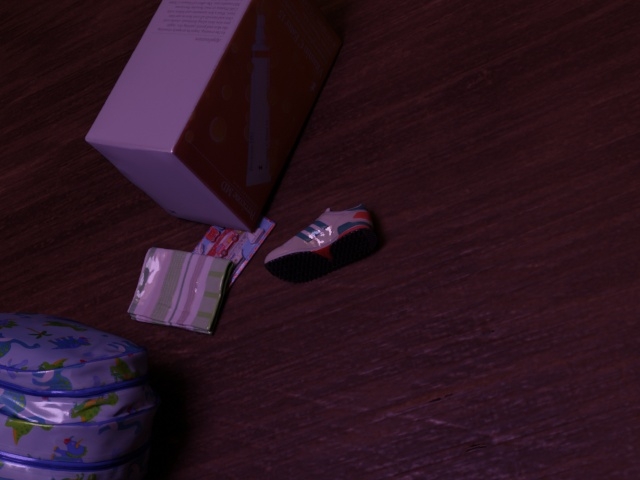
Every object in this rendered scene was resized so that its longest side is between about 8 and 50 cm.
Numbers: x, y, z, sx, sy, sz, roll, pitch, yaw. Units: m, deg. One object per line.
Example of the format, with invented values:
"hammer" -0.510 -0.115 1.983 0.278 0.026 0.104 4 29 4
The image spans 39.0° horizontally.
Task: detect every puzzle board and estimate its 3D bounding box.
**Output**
"puzzle board" -0.134 0.006 1.307 0.096 0.011 0.128 31 82 37

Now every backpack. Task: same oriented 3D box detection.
"backpack" -0.375 0.208 1.163 0.355 0.290 0.273 32 103 31

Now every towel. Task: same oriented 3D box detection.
"towel" -0.202 0.069 1.294 0.152 0.023 0.113 7 77 32

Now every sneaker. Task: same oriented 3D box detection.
"sneaker" 0.000 0.000 1.217 0.161 0.057 0.075 -22 39 19

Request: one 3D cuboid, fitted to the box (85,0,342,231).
"box" -0.142 -0.220 1.301 0.168 0.215 0.345 11 68 34
